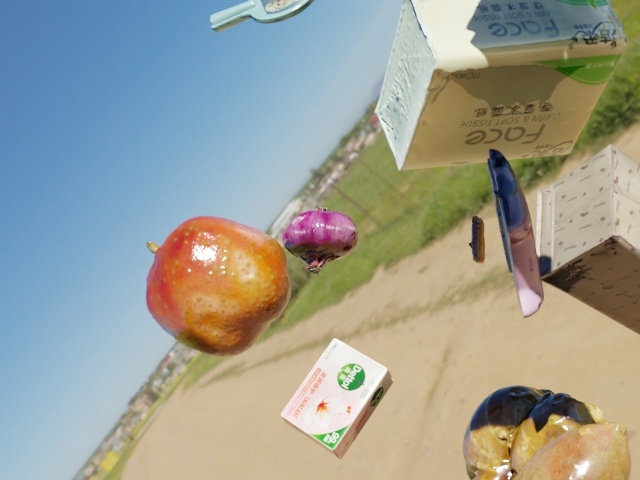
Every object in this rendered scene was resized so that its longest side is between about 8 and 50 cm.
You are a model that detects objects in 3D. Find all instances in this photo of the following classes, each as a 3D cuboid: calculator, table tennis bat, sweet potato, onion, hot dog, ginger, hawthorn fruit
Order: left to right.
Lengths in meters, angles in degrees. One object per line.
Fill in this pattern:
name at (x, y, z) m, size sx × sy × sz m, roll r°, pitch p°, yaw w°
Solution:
hawthorn fruit at (-0.209, 0.078, 1.623) m, size 0.275 × 0.300 × 0.275 m, roll -60°, pitch -1°, yaw -2°
table tennis bat at (-0.114, -0.479, 1.699) m, size 0.237 × 0.038 × 0.149 m, roll -18°, pitch 48°, yaw 12°
onion at (0.000, 0.000, 1.273) m, size 0.115 × 0.115 × 0.104 m, roll 137°, pitch 146°, yaw -69°
hot dog at (0.368, 0.000, 1.970) m, size 0.049 × 0.037 × 0.122 m, roll -91°, pitch -6°, yaw -71°
calculator at (0.290, -0.024, 1.264) m, size 0.043 × 0.194 × 0.294 m, roll -13°, pitch 27°, yaw 10°
sweet potato at (0.170, 0.327, 0.738) m, size 0.109 × 0.109 × 0.385 m, roll -94°, pitch 28°, yaw -85°
ginger at (0.365, 0.398, 1.502) m, size 0.357 × 0.152 × 0.274 m, roll 172°, pitch 112°, yaw -69°

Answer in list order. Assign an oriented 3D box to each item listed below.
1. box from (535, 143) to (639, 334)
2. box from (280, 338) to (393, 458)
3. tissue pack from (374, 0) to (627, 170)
box at (0.566, 0.010, 1.531) m, size 0.190 × 0.297 × 0.225 m, roll -43°, pitch 26°, yaw 47°
box at (0.022, 0.199, 1.064) m, size 0.125 × 0.089 × 0.043 m, roll -55°, pitch -30°, yaw -17°
tissue pack at (0.347, -0.319, 1.670) m, size 0.331 × 0.405 × 0.205 m, roll 103°, pitch 156°, yaw -55°
